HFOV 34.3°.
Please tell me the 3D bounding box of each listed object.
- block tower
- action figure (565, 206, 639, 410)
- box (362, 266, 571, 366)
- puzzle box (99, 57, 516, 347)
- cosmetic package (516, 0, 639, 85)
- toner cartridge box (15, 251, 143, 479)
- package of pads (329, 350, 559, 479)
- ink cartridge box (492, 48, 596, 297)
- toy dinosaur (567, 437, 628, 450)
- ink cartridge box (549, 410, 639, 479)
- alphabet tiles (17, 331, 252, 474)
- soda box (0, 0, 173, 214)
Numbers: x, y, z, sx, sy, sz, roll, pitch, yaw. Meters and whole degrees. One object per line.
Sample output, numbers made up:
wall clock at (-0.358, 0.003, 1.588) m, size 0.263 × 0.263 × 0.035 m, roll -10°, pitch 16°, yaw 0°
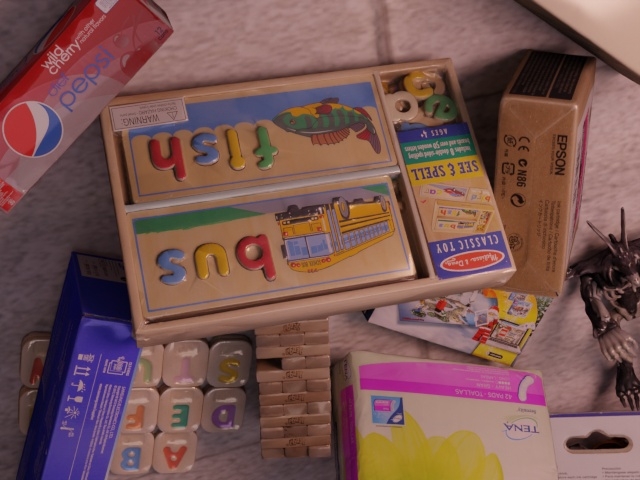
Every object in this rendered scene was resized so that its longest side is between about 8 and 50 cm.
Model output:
block tower at (-0.035, 0.116, 1.245) m, size 0.091 × 0.097 × 0.335 m, roll -3°, pitch 120°, yaw -1°
action figure at (0.426, 0.094, 1.374) m, size 0.164 × 0.141 × 0.275 m, roll -26°, pitch 123°, yaw 0°
box at (0.188, 0.061, 1.340) m, size 0.233 × 0.044 × 0.159 m, roll 19°, pitch 109°, yaw -24°
puzzle box at (-0.019, -0.049, 1.117) m, size 0.409 × 0.272 × 0.052 m, roll -9°, pitch 160°, yaw -12°
cosmetic package at (0.300, -0.278, 1.143) m, size 0.309 × 0.160 × 0.113 m, roll 27°, pitch 104°, yaw -27°
toner cartridge box at (-0.281, 0.205, 1.182) m, size 0.075 × 0.165 × 0.348 m, roll 11°, pitch 110°, yaw -21°
package of pads at (0.163, 0.274, 1.332) m, size 0.296 × 0.229 × 0.101 m, roll 7°, pitch 151°, yaw -19°
ink cartridge box at (0.257, -0.082, 1.199) m, size 0.088 × 0.193 × 0.234 m, roll 8°, pitch 118°, yaw 18°
toy dinosaur at (0.442, 0.369, 1.516) m, size 0.322 × 0.164 × 0.218 m, roll -31°, pitch 105°, yaw 25°
ink cartridge box at (0.394, 0.401, 1.437) m, size 0.324 × 0.071 × 0.330 m, roll -4°, pitch 82°, yaw 15°
alphabet tiles at (-0.229, 0.180, 1.292) m, size 0.284 × 0.021 × 0.278 m, roll 2°, pitch 115°, yaw -18°
soda box at (-0.272, -0.158, 1.071) m, size 0.263 × 0.092 × 0.083 m, roll -45°, pitch 117°, yaw 8°
